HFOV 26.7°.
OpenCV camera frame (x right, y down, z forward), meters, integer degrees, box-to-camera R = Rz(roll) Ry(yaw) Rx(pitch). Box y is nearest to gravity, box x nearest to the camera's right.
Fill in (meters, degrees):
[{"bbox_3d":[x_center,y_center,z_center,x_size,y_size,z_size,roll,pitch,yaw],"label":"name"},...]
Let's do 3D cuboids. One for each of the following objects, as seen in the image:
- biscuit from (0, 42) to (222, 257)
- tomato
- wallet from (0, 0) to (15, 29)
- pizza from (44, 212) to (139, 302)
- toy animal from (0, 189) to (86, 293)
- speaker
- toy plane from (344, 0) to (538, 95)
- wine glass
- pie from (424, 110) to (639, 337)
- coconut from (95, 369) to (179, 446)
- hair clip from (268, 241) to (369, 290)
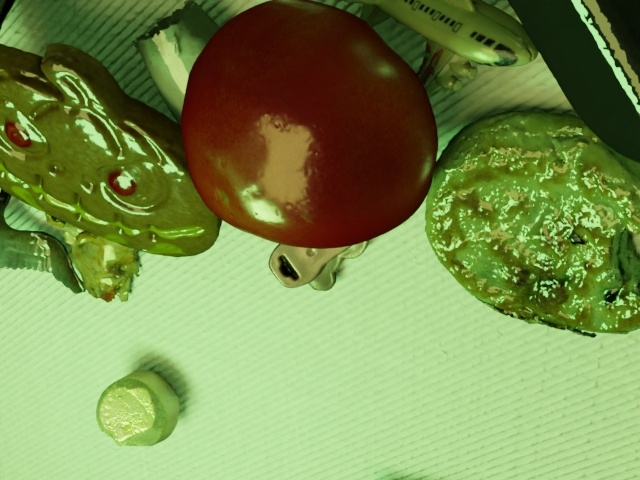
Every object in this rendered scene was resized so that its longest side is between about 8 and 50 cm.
[{"bbox_3d":[-0.301,-0.107,1.642,0.394,0.070,0.350,21,151,8],"label":"biscuit"},{"bbox_3d":[-0.025,-0.111,1.435,0.298,0.226,0.299,41,157,22],"label":"tomato"},{"bbox_3d":[-0.500,-0.287,1.743,0.379,0.191,0.046,-15,141,42],"label":"wallet"},{"bbox_3d":[-0.355,-0.048,1.900,0.251,0.074,0.288,31,134,16],"label":"pizza"},{"bbox_3d":[-0.473,-0.007,1.970,0.272,0.160,0.197,19,127,19],"label":"toy animal"},{"bbox_3d":[0.226,-0.247,1.259,0.184,0.180,0.388,-21,108,51],"label":"speaker"},{"bbox_3d":[0.124,-0.232,1.379,0.256,0.104,0.242,24,132,33],"label":"toy plane"},{"bbox_3d":[-0.130,-0.179,1.603,0.111,0.111,0.204,-16,117,42],"label":"wine glass"},{"bbox_3d":[0.249,-0.014,1.492,0.302,0.067,0.303,19,133,22],"label":"pie"},{"bbox_3d":[-0.275,0.257,2.048,0.116,0.122,0.116,0,90,12],"label":"coconut"},{"bbox_3d":[0.002,-0.004,1.705,0.138,0.102,0.123,-40,98,14],"label":"hair clip"}]
